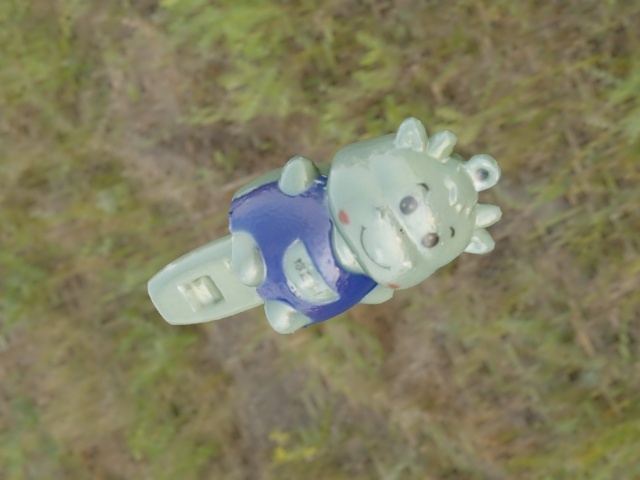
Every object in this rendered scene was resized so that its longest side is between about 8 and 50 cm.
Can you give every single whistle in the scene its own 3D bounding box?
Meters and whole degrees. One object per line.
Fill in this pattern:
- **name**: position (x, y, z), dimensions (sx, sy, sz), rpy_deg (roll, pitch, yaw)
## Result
- **whistle**: position (0.000, 0.000, 1.145), dimensions (0.244, 0.092, 0.110), rpy_deg (-22, 117, 23)
